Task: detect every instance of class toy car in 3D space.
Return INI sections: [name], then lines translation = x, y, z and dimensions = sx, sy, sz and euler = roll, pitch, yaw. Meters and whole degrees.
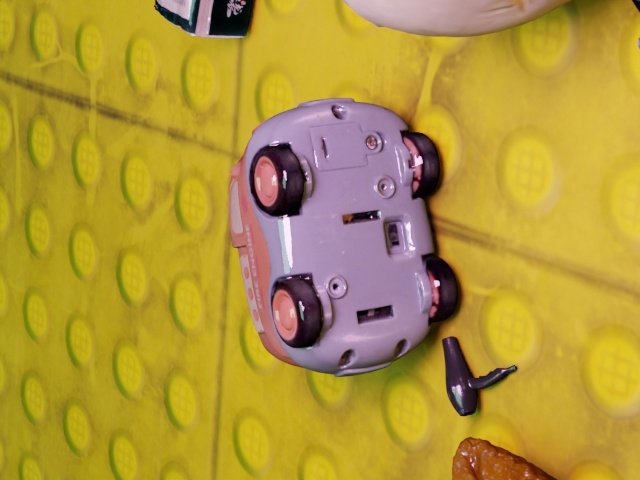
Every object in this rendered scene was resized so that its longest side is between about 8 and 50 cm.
[toy car]
translation = 0.000, 0.000, 1.454
dimensions = 0.212, 0.180, 0.271
euler = -9, 89, 61

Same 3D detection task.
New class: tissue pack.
[tissue pack]
translation = -0.123, -0.320, 1.615
dimensions = 0.103, 0.090, 0.170
euler = 35, 120, 43

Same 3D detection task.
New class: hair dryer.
[hair dryer]
translation = 0.154, 0.122, 1.397
dimensions = 0.083, 0.031, 0.079
euler = -25, 66, 36

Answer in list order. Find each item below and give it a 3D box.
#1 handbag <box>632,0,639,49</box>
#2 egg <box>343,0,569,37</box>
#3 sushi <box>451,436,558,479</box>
[handbag]
translation = 0.325, -0.231, 1.010
dimensions = 0.260, 0.162, 0.113
euler = -41, 65, 50
[egg]
translation = 0.103, -0.326, 1.183
dimensions = 0.283, 0.283, 0.345
euler = -47, 49, 44
[sushi]
translation = 0.185, 0.287, 1.296
dimensions = 0.149, 0.140, 0.287
euler = -52, 45, -6
